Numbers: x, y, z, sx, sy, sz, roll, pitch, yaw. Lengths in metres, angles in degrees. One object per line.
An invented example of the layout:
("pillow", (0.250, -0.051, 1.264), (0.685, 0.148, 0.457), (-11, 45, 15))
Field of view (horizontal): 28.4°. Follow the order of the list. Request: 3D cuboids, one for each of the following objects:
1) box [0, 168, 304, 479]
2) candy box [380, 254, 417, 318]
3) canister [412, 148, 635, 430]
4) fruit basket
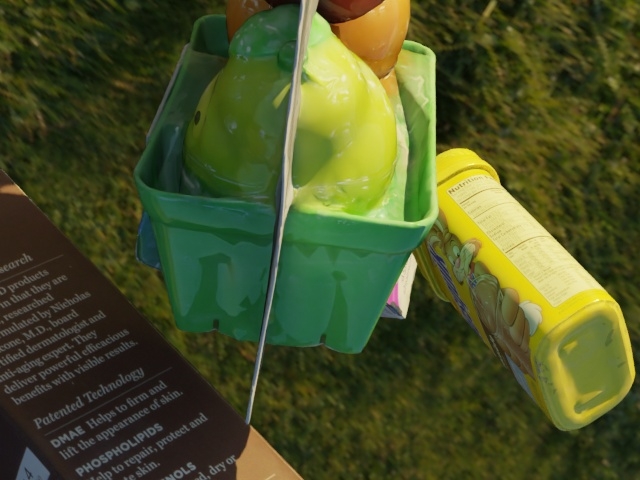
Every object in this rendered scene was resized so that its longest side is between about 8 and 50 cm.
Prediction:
("box", (-0.166, 0.150, 0.834), (0.143, 0.381, 0.191), (-24, 148, -42))
("candy box", (0.000, 0.000, 1.495), (0.071, 0.234, 0.159), (41, 57, -57))
("canister", (0.130, 0.032, 0.845), (0.073, 0.170, 0.126), (-32, 136, -6))
("fruit basket", (-0.015, -0.134, 0.685), (0.166, 0.327, 0.353), (3, 123, 3))
